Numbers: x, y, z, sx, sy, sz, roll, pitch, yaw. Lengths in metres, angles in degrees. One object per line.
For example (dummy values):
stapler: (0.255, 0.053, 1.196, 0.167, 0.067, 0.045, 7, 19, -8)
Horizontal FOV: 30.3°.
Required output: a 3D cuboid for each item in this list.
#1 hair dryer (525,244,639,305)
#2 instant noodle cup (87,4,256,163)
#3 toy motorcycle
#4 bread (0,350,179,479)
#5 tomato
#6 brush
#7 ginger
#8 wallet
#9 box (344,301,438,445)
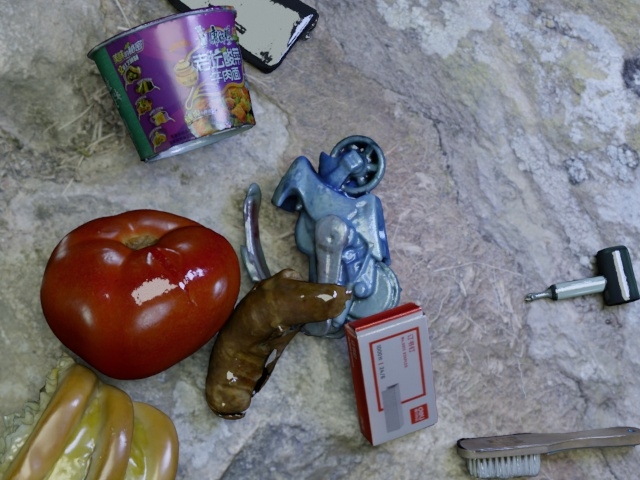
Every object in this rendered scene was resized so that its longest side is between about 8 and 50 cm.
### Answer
hair dryer: (0.444, 0.074, 2.029, 0.198, 0.057, 0.100, -11, 79, -7)
instant noodle cup: (-0.222, -0.241, 1.877, 0.251, 0.251, 0.190, -19, 92, -14)
toy motorcycle: (-0.002, -0.004, 1.886, 0.241, 0.182, 0.319, -4, 80, -12)
bread: (-0.366, 0.349, 1.728, 0.270, 0.211, 0.315, 37, 77, -3)
tomato: (-0.268, 0.083, 1.778, 0.298, 0.298, 0.226, -10, 119, -13)
brush: (0.383, 0.350, 1.951, 0.327, 0.070, 0.065, -4, 97, -13)
ginger: (-0.086, 0.143, 1.816, 0.107, 0.309, 0.133, 7, 41, -39)
wallet: (-0.134, -0.400, 2.020, 0.250, 0.044, 0.149, 38, 78, -2)
box: (0.113, 0.208, 1.866, 0.123, 0.050, 0.229, -17, 121, -16)
